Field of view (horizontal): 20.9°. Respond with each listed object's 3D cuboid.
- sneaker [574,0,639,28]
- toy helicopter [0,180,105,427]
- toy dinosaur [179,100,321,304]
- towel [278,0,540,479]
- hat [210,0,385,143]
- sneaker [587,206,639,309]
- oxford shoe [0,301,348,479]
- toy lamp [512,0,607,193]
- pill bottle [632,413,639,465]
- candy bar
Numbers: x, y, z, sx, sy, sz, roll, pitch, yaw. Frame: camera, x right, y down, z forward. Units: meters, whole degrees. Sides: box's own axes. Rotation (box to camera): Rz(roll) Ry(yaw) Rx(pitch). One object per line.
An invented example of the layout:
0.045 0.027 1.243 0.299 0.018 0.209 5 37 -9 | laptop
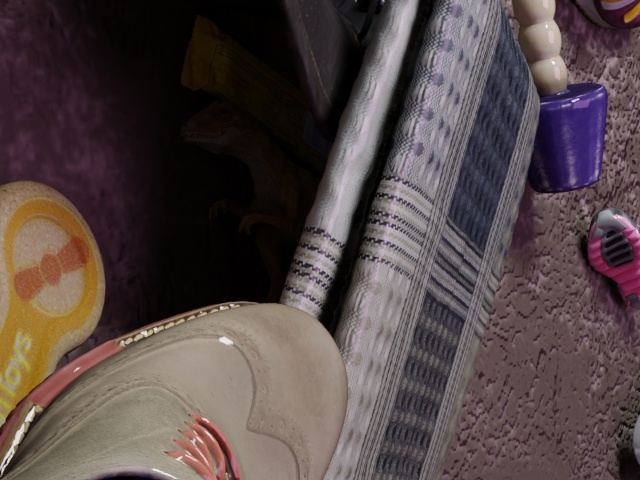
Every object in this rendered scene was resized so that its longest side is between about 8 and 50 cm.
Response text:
0.234 -0.208 1.316 0.185 0.084 0.069 17 74 -55 | sneaker
-0.167 0.110 0.679 0.235 0.140 0.355 45 41 -35 | toy helicopter
0.000 0.000 0.964 0.211 0.064 0.112 44 51 -47 | toy dinosaur
0.043 0.027 0.939 0.312 0.056 0.324 38 67 -73 | towel
-0.016 -0.201 0.893 0.331 0.134 0.331 9 90 -70 | hat
0.238 0.004 1.353 0.119 0.047 0.057 51 31 -46 | sneaker
-0.059 0.108 0.589 0.123 0.130 0.348 57 36 -8 | oxford shoe
0.147 -0.169 1.185 0.080 0.080 0.274 -30 113 -54 | toy lamp
0.323 0.151 1.409 0.184 0.103 0.103 -5 92 -56 | pill bottle
-0.025 -0.073 0.971 0.161 0.018 0.040 34 63 -51 | candy bar
